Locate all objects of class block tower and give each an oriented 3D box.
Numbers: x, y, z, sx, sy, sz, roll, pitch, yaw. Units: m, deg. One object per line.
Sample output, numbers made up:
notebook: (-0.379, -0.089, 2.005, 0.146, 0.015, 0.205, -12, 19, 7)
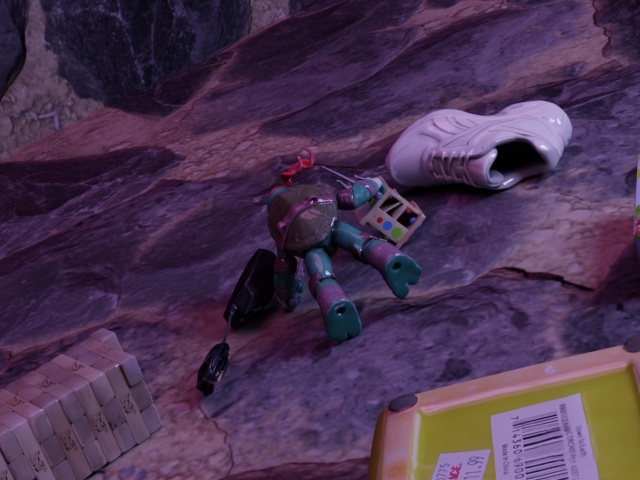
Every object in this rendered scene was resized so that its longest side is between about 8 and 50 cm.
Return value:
block tower: (-0.304, 0.209, 1.065, 0.335, 0.091, 0.097, -33, 28, -31)

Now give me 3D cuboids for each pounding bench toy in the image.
pounding bench toy: (0.070, -0.018, 1.314, 0.083, 0.065, 0.052, -50, 21, 10)

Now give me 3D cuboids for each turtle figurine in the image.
turtle figurine: (0.000, 0.000, 1.225, 0.175, 0.118, 0.234, -51, 40, 9)

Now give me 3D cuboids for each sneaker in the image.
sneaker: (0.181, -0.103, 1.371, 0.232, 0.090, 0.115, -12, 28, 23)

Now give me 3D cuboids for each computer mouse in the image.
computer mouse: (-0.083, 0.088, 1.224, 0.071, 0.041, 0.242, -54, 9, 35)

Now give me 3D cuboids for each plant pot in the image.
plant pot: (0.137, 0.189, 0.595, 0.227, 0.207, 0.228, -16, 22, 15)

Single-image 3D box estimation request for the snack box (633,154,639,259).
snack box: (0.400, -0.038, 1.053, 0.207, 0.070, 0.174, -10, 25, 23)
